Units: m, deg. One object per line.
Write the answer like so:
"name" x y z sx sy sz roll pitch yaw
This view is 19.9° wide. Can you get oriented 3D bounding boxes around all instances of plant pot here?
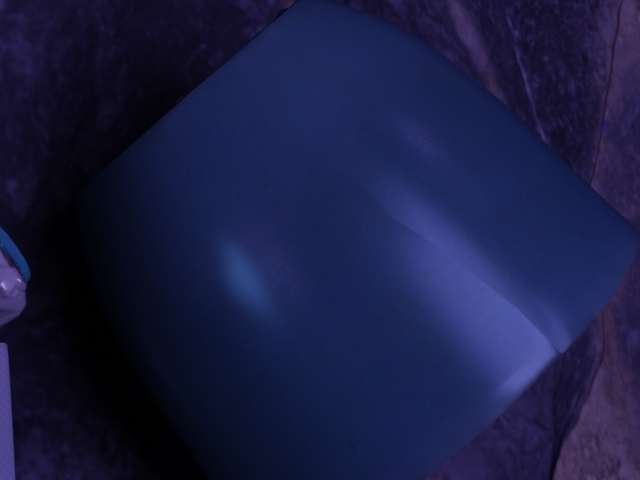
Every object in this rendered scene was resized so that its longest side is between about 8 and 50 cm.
"plant pot" 0.000 0.000 1.075 0.235 0.293 0.293 50 48 -5

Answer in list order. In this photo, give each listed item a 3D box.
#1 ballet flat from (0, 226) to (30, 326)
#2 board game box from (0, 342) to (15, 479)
"ballet flat" -0.326 -0.061 0.867 0.409 0.147 0.147 44 52 -21
"board game box" -0.260 0.200 0.886 0.224 0.097 0.303 5 78 -44
